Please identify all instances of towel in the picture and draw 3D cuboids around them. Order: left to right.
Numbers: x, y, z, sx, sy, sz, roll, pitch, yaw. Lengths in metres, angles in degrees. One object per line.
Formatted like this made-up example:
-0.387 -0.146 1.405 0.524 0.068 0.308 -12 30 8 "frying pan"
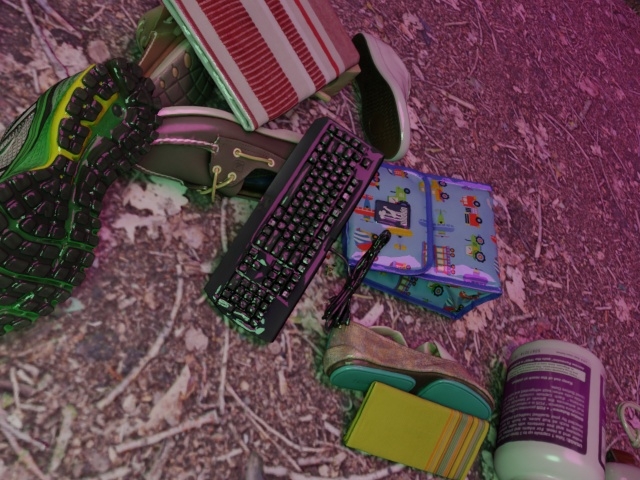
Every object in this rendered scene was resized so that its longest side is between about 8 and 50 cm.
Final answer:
-0.077 -0.320 0.880 0.237 0.037 0.329 57 43 -13 "towel"
0.148 0.284 0.871 0.237 0.021 0.102 26 89 -27 "towel"

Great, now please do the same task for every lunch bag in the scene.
0.149 -0.014 1.018 0.293 0.138 0.221 15 58 -19 "lunch bag"

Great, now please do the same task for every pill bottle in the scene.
0.379 0.328 0.972 0.169 0.169 0.301 40 47 -16 "pill bottle"

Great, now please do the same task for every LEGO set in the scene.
-0.002 0.015 0.926 0.083 0.023 0.054 36 49 -19 "LEGO set"

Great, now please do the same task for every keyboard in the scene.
0.000 0.000 0.821 0.201 0.033 0.317 34 78 -11 "keyboard"

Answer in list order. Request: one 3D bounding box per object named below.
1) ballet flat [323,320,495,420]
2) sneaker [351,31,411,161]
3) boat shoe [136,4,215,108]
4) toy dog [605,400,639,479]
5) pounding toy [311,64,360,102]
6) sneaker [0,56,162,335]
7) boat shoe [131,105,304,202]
0.143 0.193 0.900 0.316 0.107 0.106 26 39 -28 "ballet flat"
0.145 -0.281 1.151 0.123 0.106 0.290 6 62 -35 "sneaker"
-0.210 -0.280 0.865 0.116 0.123 0.324 19 47 6 "boat shoe"
0.661 0.486 1.165 0.334 0.161 0.220 29 53 -6 "toy dog"
-0.040 -0.296 1.016 0.206 0.094 0.181 -15 78 -41 "pounding toy"
-0.308 -0.047 0.647 0.134 0.146 0.343 49 56 -39 "sneaker"
-0.126 -0.106 0.829 0.324 0.116 0.096 3 62 -45 "boat shoe"
